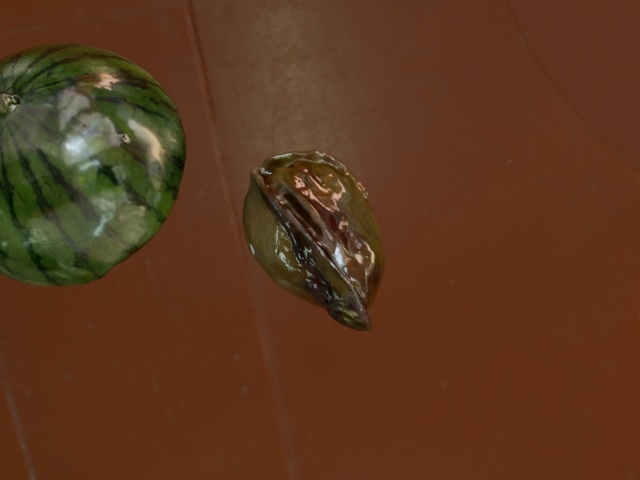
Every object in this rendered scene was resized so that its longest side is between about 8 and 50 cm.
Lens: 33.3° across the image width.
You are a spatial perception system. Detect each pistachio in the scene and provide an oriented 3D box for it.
[{"bbox_3d":[0.000,0.000,1.062,0.130,0.165,0.210,-35,61,10],"label":"pistachio"}]

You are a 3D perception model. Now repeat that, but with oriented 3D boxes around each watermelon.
[{"bbox_3d":[-0.350,-0.108,1.348,0.330,0.189,0.331,-4,79,21],"label":"watermelon"}]
